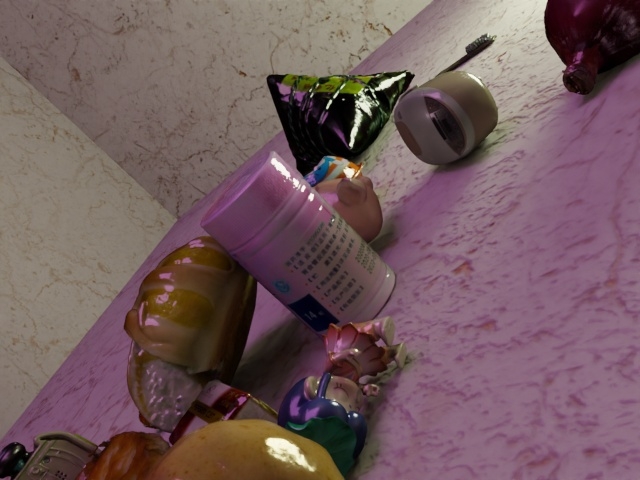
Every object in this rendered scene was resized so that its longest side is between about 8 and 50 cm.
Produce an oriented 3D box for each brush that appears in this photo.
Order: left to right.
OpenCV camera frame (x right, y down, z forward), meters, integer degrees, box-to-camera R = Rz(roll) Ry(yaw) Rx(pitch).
[{"bbox_3d":[0.346,-0.451,1.505,0.190,0.027,0.034,-29,21,47],"label":"brush"}]

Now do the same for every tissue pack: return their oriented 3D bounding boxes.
[{"bbox_3d":[-0.116,0.249,0.779,0.106,0.099,0.149,-51,17,-22],"label":"tissue pack"}]

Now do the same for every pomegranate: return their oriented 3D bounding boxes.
[{"bbox_3d":[-0.061,0.245,0.469,0.207,0.207,0.207,-41,17,15],"label":"pomegranate"}]

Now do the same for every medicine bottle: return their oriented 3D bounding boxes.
[{"bbox_3d":[-0.030,0.011,0.877,0.152,0.254,0.152,-41,16,15],"label":"medicine bottle"}]

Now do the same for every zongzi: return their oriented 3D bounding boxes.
[{"bbox_3d":[0.028,-0.284,1.551,0.384,0.319,0.362,-12,30,30],"label":"zongzi"}]

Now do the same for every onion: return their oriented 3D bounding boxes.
[{"bbox_3d":[0.390,-0.305,0.870,0.218,0.140,0.195,-53,24,-13],"label":"onion"}]

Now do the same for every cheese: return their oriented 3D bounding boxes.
[{"bbox_3d":[0.009,-0.091,1.266,0.217,0.129,0.329,-41,9,13],"label":"cheese"}]

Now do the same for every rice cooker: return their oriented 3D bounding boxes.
[{"bbox_3d":[0.209,-0.207,1.037,0.127,0.145,0.206,-35,11,-8],"label":"rice cooker"}]

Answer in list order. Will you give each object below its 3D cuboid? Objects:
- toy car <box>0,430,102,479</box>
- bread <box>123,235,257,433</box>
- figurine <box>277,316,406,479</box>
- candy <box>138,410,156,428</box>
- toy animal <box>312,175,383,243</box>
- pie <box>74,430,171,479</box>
[{"bbox_3d":[-0.467,0.463,1.022,0.247,0.204,0.198,-61,0,-40],"label":"toy car"},{"bbox_3d":[-0.204,0.137,0.965,0.333,0.160,0.332,18,-90,-85],"label":"bread"},{"bbox_3d":[0.018,0.175,0.664,0.102,0.111,0.195,-9,32,35],"label":"figurine"},{"bbox_3d":[-0.295,0.263,1.115,0.060,0.061,0.200,-77,-1,-61],"label":"candy"},{"bbox_3d":[-0.004,-0.008,1.039,0.250,0.154,0.166,-42,17,11],"label":"toy animal"},{"bbox_3d":[-0.268,0.387,0.764,0.315,0.092,0.315,-44,26,28],"label":"pie"}]
